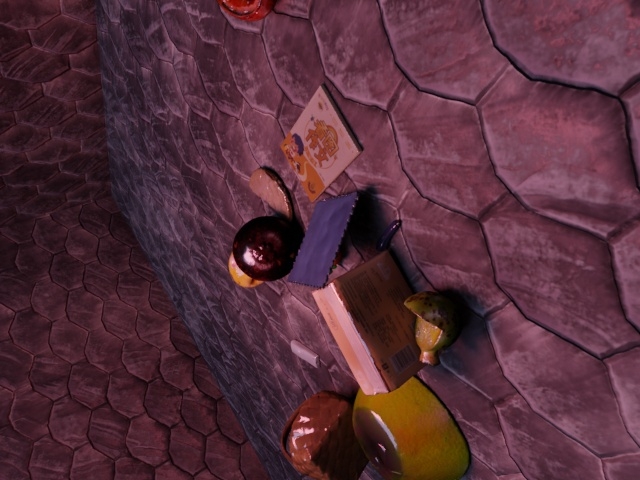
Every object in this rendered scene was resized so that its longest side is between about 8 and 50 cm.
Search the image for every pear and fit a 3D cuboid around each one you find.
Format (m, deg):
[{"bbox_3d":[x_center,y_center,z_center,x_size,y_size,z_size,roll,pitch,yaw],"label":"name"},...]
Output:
[{"bbox_3d":[-0.272,0.088,1.723,0.178,0.178,0.178,33,135,40],"label":"pear"},{"bbox_3d":[0.225,0.581,1.324,0.399,0.165,0.399,33,135,40],"label":"pear"}]

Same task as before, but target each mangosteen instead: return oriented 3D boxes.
[{"bbox_3d":[-0.183,0.025,1.524,0.265,0.228,0.228,-132,23,-81],"label":"mangosteen"}]

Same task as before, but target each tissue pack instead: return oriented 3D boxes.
[{"bbox_3d":[0.131,0.221,1.186,0.306,0.238,0.238,62,147,4],"label":"tissue pack"}]

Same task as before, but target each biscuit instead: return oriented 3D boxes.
[{"bbox_3d":[-0.170,-0.175,1.525,0.250,0.032,0.133,41,140,34],"label":"biscuit"}]

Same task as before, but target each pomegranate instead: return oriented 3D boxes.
[{"bbox_3d":[0.273,0.200,1.045,0.143,0.122,0.169,160,92,-77],"label":"pomegranate"}]

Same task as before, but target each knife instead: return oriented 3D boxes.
[{"bbox_3d":[0.172,-0.013,1.145,0.121,0.018,0.031,117,156,-49],"label":"knife"}]

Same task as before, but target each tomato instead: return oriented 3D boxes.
[{"bbox_3d":[-0.173,-0.682,1.146,0.228,0.101,0.228,21,120,41],"label":"tomato"}]

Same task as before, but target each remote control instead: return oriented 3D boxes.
[{"bbox_3d":[-0.062,0.454,1.780,0.162,0.029,0.061,20,127,48],"label":"remote control"}]

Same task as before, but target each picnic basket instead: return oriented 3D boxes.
[{"bbox_3d":[-0.001,0.671,1.571,0.337,0.293,0.337,32,153,19],"label":"picnic basket"}]

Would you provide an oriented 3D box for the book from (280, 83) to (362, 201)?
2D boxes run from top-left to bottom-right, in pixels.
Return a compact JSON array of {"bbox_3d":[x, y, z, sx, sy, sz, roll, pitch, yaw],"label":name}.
[{"bbox_3d":[-0.009,-0.259,1.253,0.208,0.020,0.295,61,147,8],"label":"book"}]

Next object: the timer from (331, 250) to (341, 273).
[{"bbox_3d":[0.007,0.046,1.351,0.136,0.099,0.136,48,147,46],"label":"timer"}]

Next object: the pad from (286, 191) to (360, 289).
[{"bbox_3d":[0.000,0.000,1.217,0.269,0.012,0.270,3,70,66],"label":"pad"}]
